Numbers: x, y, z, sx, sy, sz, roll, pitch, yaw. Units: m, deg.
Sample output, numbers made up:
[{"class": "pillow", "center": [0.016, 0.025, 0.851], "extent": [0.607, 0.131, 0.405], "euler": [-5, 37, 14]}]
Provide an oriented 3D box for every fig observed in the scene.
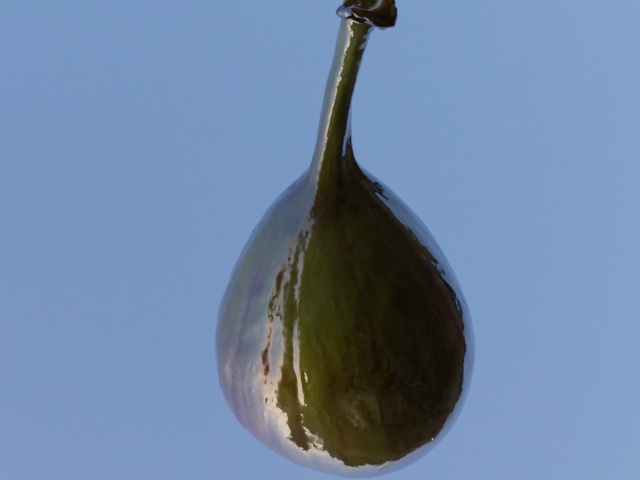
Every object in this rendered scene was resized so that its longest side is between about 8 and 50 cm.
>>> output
[{"class": "fig", "center": [0.000, 0.000, 0.541], "extent": [0.151, 0.151, 0.259], "euler": [-24, -64, -24]}]
